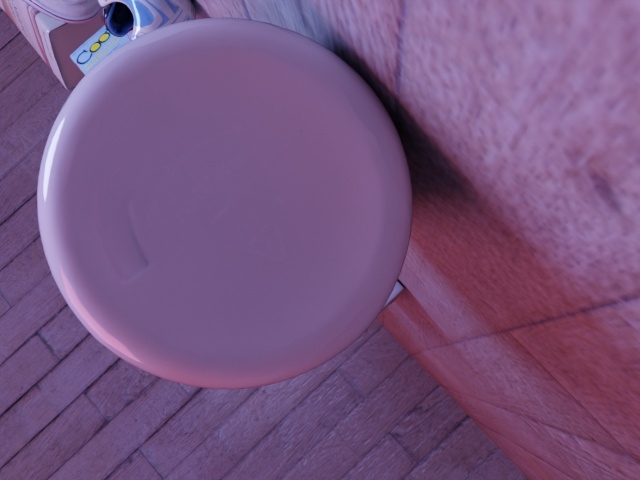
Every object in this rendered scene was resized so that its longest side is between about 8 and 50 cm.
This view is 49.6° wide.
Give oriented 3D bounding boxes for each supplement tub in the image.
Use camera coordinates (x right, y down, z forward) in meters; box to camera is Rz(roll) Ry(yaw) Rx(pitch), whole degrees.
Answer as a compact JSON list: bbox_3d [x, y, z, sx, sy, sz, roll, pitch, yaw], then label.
[{"bbox_3d":[-0.073,-0.029,0.568,0.235,0.235,0.325,47,177,-7],"label":"supplement tub"}]

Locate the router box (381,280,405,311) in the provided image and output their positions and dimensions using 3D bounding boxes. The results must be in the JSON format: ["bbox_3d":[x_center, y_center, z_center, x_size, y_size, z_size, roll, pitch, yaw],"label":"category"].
[{"bbox_3d":[0.000,0.000,1.301,0.335,0.082,0.301,47,177,4],"label":"router box"}]

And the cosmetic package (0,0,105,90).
[{"bbox_3d":[-0.463,-0.418,1.172,0.296,0.129,0.153,48,157,18],"label":"cosmetic package"}]

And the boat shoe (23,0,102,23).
[{"bbox_3d":[-0.407,-0.450,0.906,0.156,0.136,0.367,28,154,57],"label":"boat shoe"}]

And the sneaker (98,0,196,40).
[{"bbox_3d":[-0.225,-0.284,0.778,0.237,0.086,0.085,46,179,36],"label":"sneaker"}]

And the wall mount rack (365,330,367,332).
[{"bbox_3d":[-0.072,0.070,1.187,0.350,0.130,0.304,46,177,0],"label":"wall mount rack"}]

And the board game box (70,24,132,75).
[{"bbox_3d":[-0.195,-0.196,0.919,0.275,0.144,0.142,45,176,43],"label":"board game box"}]

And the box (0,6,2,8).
[{"bbox_3d":[-0.572,-0.534,1.347,0.182,0.181,0.119,48,176,-18],"label":"box"}]
